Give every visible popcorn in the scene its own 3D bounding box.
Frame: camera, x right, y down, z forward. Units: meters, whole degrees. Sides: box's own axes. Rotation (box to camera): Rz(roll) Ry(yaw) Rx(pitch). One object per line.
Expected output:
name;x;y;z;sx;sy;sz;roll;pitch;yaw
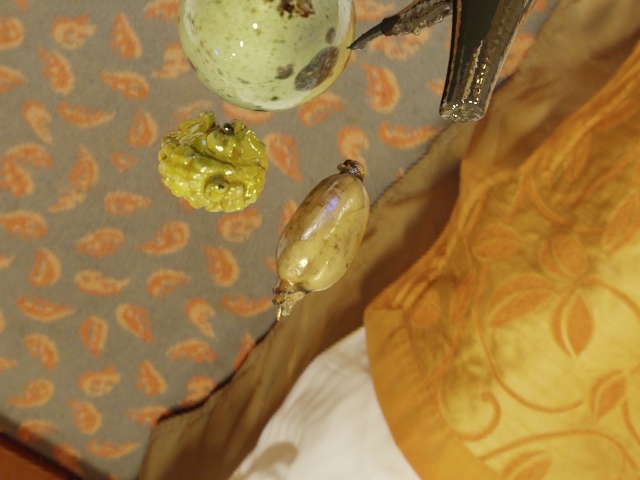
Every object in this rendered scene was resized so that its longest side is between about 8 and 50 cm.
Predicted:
popcorn;-0.205;-0.155;1.798;0.218;0.169;0.189;31;72;-1

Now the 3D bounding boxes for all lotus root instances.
lotus root;0.000;0.000;0.776;0.063;0.072;0.152;31;79;-3

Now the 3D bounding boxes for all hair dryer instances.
hair dryer;0.135;-0.260;1.177;0.120;0.359;0.304;25;72;-28

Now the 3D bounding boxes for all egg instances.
egg;-0.084;-0.346;1.477;0.287;0.379;0.288;0;106;-1
